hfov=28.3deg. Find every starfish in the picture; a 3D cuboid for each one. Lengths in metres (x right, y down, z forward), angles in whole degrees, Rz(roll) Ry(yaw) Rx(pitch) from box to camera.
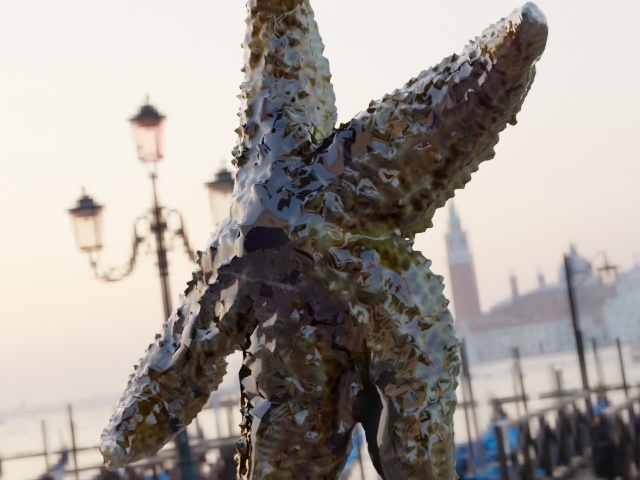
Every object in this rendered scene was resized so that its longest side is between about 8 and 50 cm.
[{"bbox_3d":[0.001,0.000,0.464,0.216,0.238,0.071,-20,-16,25],"label":"starfish"}]
